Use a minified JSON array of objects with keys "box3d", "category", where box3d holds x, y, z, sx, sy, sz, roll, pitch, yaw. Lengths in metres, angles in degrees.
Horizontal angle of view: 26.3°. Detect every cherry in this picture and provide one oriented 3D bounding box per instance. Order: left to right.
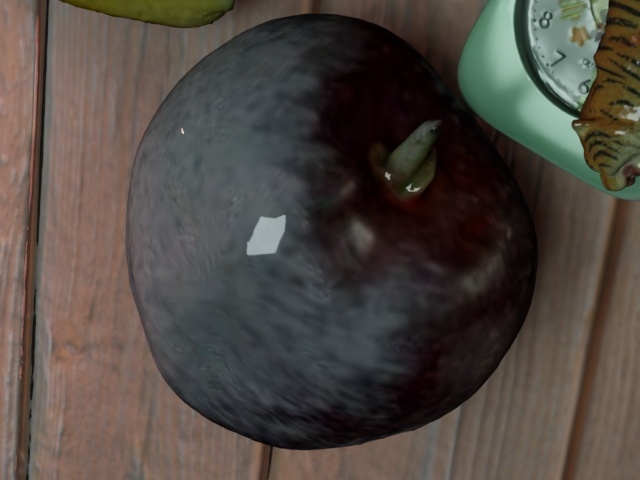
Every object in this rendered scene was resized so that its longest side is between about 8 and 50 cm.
[{"box3d":[0.000,0.000,0.828,0.255,0.218,0.296,47,133,-3],"category":"cherry"}]

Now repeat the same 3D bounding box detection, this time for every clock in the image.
[{"box3d":[0.178,-0.127,0.787,0.148,0.060,0.189,36,118,15],"category":"clock"}]

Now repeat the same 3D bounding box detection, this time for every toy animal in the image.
[{"box3d":[0.189,-0.134,0.705,0.099,0.057,0.241,16,114,30],"category":"toy animal"}]

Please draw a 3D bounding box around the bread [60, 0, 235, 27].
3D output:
[{"box3d":[-0.198,-0.293,0.877,0.361,0.245,0.233,20,110,-27],"category":"bread"}]
